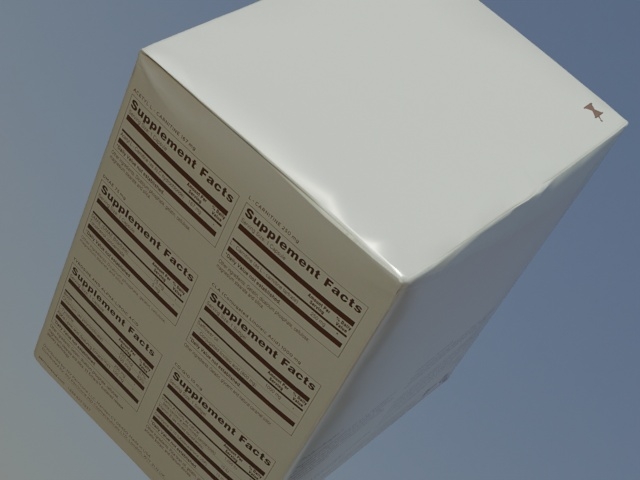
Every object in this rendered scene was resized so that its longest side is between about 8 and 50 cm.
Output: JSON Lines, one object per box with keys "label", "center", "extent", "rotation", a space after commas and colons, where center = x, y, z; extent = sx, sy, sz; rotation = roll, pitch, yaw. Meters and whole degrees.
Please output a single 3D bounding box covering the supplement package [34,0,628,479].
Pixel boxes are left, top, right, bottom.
{"label": "supplement package", "center": [0.000, 0.000, 0.649], "extent": [0.149, 0.194, 0.203], "rotation": [42, -47, 15]}
